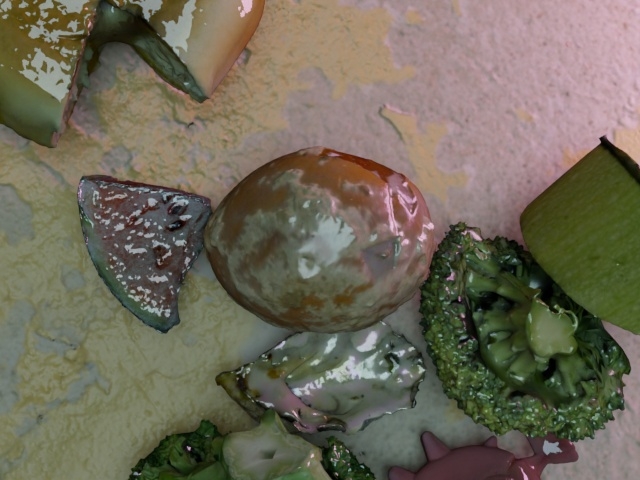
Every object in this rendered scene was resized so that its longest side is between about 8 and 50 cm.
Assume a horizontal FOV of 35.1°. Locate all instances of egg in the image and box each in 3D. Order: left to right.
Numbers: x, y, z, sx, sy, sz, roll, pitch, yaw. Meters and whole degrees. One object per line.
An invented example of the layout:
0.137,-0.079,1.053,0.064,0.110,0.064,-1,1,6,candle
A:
0.000,0.000,1.018,0.233,0.195,0.195,4,88,6,egg

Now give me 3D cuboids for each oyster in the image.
0.009,0.154,1.080,0.209,0.072,0.133,-25,77,-23,oyster

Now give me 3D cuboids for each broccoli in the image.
-0.061,0.284,0.960,0.308,0.308,0.275,-6,125,-5,broccoli
0.204,0.092,1.045,0.198,0.176,0.226,-21,113,-19,broccoli

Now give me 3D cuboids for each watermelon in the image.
-0.172,0.002,1.066,0.139,0.071,0.187,-26,83,-12,watermelon

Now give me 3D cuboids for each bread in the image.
-0.221,-0.256,1.016,0.333,0.160,0.333,0,88,-7,bread

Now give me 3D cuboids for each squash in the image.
0.324,0.009,1.048,0.220,0.220,0.133,43,107,-3,squash

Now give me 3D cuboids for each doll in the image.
0.168,0.295,1.070,0.211,0.093,0.262,40,76,8,doll
